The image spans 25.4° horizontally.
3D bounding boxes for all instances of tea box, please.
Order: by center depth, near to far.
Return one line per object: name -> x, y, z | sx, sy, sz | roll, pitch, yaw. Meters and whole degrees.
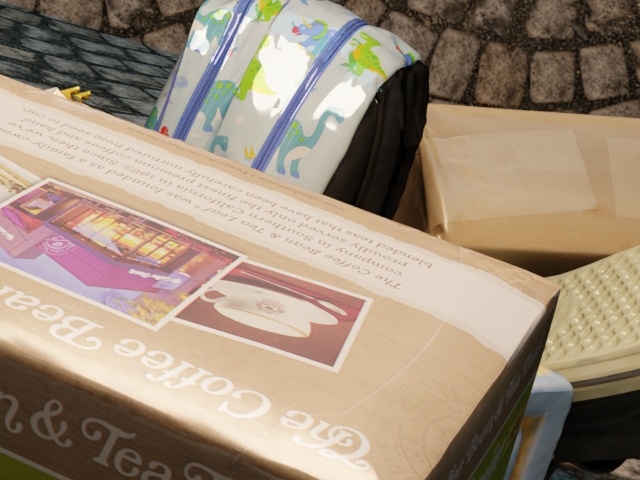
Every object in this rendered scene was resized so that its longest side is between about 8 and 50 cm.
tea box -> -0.109, 0.135, 0.645 | 0.329, 0.324, 0.220 | 22, 28, 16

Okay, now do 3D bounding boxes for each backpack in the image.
backpack -> -0.048, -0.032, 1.198 | 0.273, 0.355, 0.290 | 43, 17, 14

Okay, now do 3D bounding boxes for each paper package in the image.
paper package -> 0.223, 0.014, 1.459 | 0.324, 0.309, 0.168 | 2, 60, -11

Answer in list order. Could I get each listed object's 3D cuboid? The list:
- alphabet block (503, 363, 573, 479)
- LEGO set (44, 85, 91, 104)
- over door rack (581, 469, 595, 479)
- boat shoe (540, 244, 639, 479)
alphabet block -> 0.038, 0.152, 1.065 | 0.192, 0.194, 0.197 | 5, 19, -44
LEGO set -> -0.319, -0.109, 1.670 | 0.132, 0.107, 0.287 | -17, 3, -36
over door rack -> 0.424, 0.261, 1.274 | 0.324, 0.108, 0.239 | 11, 2, 37
boat shoe -> 0.203, 0.117, 1.194 | 0.156, 0.187, 0.500 | 43, -31, -18
